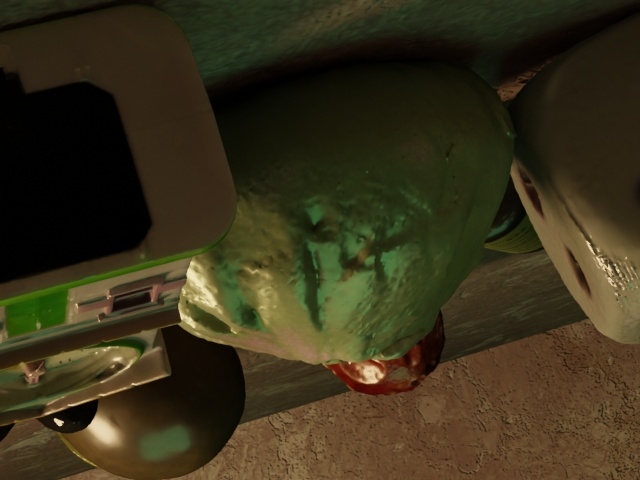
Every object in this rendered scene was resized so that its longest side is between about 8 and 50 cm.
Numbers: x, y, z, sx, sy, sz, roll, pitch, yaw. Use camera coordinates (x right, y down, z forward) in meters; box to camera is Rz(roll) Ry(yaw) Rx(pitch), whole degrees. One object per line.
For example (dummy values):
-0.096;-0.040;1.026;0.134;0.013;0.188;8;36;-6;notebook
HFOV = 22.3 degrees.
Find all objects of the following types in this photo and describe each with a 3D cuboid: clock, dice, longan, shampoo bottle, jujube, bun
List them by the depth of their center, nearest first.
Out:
-0.185;0.014;0.929;0.235;0.166;0.309;-15;167;-14;clock
0.000;0.000;1.128;0.293;0.187;0.293;-14;170;-3;bun
0.254;-0.048;1.188;0.193;0.192;0.194;-26;162;-2;dice
0.168;-0.040;1.426;0.101;0.101;0.284;-21;169;20;shampoo bottle
-0.173;0.154;1.652;0.198;0.198;0.212;-21;169;20;longan
0.073;0.111;1.959;0.155;0.155;0.230;-18;178;3;jujube

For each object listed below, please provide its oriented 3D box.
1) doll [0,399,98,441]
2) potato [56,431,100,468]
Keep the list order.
-0.280;0.098;1.335;0.143;0.135;0.234;-14;166;14;doll
-0.280;0.249;2.089;0.120;0.149;0.081;-14;164;-4;potato
